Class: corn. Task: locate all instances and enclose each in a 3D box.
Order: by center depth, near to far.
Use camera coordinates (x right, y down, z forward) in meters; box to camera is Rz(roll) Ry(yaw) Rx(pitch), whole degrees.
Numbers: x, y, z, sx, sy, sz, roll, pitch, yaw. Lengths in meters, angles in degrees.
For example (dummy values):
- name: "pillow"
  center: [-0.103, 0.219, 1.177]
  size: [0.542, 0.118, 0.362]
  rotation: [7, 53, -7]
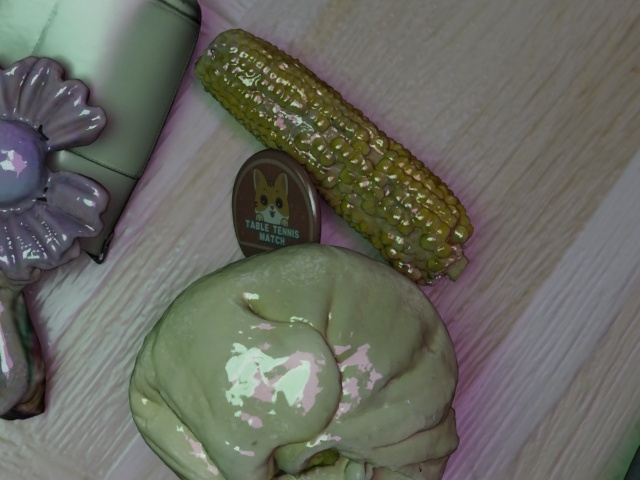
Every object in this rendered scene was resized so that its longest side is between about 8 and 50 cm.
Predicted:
- name: "corn"
  center: [0.017, -0.071, 0.955]
  size: [0.288, 0.086, 0.086]
  rotation: [41, 82, -3]

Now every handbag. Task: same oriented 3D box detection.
- name: "handbag"
  center: [-0.251, -0.108, 0.936]
  size: [0.241, 0.109, 0.315]
  rotation: [27, 97, -5]

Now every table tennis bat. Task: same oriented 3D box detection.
- name: "table tennis bat"
  center: [0.000, 0.000, 0.978]
  size: [0.119, 0.107, 0.169]
  rotation: [-12, 105, -42]

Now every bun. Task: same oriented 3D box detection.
- name: "bun"
  center: [-0.008, 0.128, 0.877]
  size: [0.259, 0.160, 0.259]
  rotation: [-4, 112, -10]

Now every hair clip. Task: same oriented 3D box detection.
- name: "hair clip"
  center: [-0.246, 0.010, 0.877]
  size: [0.173, 0.069, 0.300]
  rotation: [0, 104, -1]

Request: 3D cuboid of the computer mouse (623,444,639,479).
- name: "computer mouse"
  center: [0.366, 0.224, 0.976]
  size: [0.203, 0.114, 0.374]
  rotation: [41, 75, -2]
